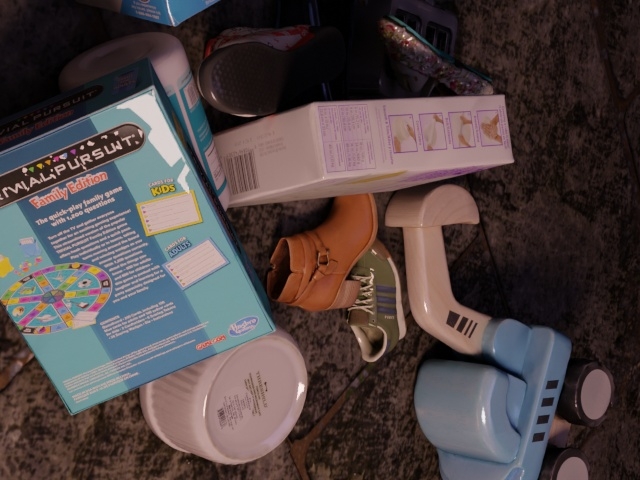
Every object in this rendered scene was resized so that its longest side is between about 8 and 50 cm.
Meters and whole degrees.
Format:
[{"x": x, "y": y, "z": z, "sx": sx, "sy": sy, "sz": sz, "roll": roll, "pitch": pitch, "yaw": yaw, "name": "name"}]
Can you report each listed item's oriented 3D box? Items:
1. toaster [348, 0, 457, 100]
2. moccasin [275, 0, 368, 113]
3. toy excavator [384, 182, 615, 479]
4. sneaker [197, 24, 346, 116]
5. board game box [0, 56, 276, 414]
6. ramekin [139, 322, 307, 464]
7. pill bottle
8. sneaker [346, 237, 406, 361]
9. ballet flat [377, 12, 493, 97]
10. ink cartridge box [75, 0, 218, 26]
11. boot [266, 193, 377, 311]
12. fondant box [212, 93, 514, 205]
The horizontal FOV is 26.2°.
[{"x": 0.093, "y": -0.260, "z": 1.909, "sx": 0.168, "sy": 0.110, "sz": 0.185, "roll": 10, "pitch": 89, "yaw": -49, "name": "toaster"}, {"x": 0.019, "y": -0.320, "z": 1.803, "sx": 0.138, "sy": 0.117, "sz": 0.342, "roll": -6, "pitch": 101, "yaw": -49, "name": "moccasin"}, {"x": 0.240, "y": 0.174, "z": 2.108, "sx": 0.445, "sy": 0.222, "sz": 0.432, "roll": 26, "pitch": 75, "yaw": -40, "name": "toy excavator"}, {"x": -0.098, "y": -0.204, "z": 1.653, "sx": 0.270, "sy": 0.145, "sz": 0.090, "roll": -28, "pitch": 115, "yaw": -52, "name": "sneaker"}, {"x": -0.229, "y": 0.003, "z": 1.482, "sx": 0.254, "sy": 0.079, "sz": 0.336, "roll": -22, "pitch": 123, "yaw": 2, "name": "board game box"}, {"x": -0.112, "y": 0.181, "z": 1.718, "sx": 0.207, "sy": 0.109, "sz": 0.207, "roll": -16, "pitch": 115, "yaw": -38, "name": "ramekin"}, {"x": -0.191, "y": -0.093, "z": 1.572, "sx": 0.146, "sy": 0.146, "sz": 0.264, "roll": -40, "pitch": 125, "yaw": -39, "name": "pill bottle"}, {"x": 0.072, "y": 0.091, "z": 1.979, "sx": 0.086, "sy": 0.064, "sz": 0.192, "roll": -47, "pitch": 133, "yaw": -41, "name": "sneaker"}, {"x": 0.148, "y": -0.222, "z": 1.836, "sx": 0.241, "sy": 0.091, "sz": 0.077, "roll": 24, "pitch": 101, "yaw": -45, "name": "ballet flat"}, {"x": -0.182, "y": -0.382, "z": 1.483, "sx": 0.168, "sy": 0.171, "sz": 0.232, "roll": -37, "pitch": 132, "yaw": -34, "name": "ink cartridge box"}, {"x": 0.000, "y": 0.000, "z": 1.877, "sx": 0.152, "sy": 0.073, "sz": 0.197, "roll": 7, "pitch": 89, "yaw": -46, "name": "boot"}, {"x": 0.045, "y": -0.113, "z": 1.735, "sx": 0.330, "sy": 0.238, "sz": 0.096, "roll": -9, "pitch": 88, "yaw": -40, "name": "fondant box"}]
